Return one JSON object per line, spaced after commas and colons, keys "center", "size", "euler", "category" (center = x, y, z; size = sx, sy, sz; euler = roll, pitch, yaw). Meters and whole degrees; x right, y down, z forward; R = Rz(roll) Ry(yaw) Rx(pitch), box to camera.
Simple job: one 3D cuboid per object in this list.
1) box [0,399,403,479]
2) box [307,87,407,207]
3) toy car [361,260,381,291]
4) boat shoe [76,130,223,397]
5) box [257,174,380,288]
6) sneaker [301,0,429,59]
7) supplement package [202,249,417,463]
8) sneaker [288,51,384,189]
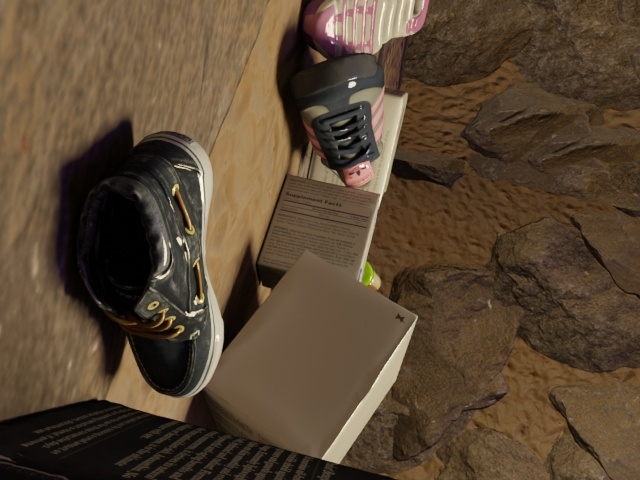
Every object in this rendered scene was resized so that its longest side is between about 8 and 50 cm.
{"center": [-0.041, 0.265, 0.347], "size": [0.183, 0.294, 0.296], "euler": [52, 52, -81], "category": "box"}
{"center": [0.063, -0.161, 1.152], "size": [0.181, 0.119, 0.181], "euler": [-55, 158, -73], "category": "box"}
{"center": [0.002, 0.093, 1.296], "size": [0.188, 0.149, 0.155], "euler": [-48, 168, -1], "category": "toy car"}
{"center": [-0.102, 0.033, 0.415], "size": [0.083, 0.065, 0.183], "euler": [-62, 157, -61], "category": "boat shoe"}
{"center": [0.000, 0.000, 0.905], "size": [0.072, 0.126, 0.137], "euler": [88, 17, -62], "category": "box"}
{"center": [0.040, -0.285, 0.873], "size": [0.236, 0.105, 0.095], "euler": [-36, 145, -45], "category": "sneaker"}
{"center": [-0.012, 0.160, 0.812], "size": [0.194, 0.149, 0.203], "euler": [-51, 163, -25], "category": "supplement package"}
{"center": [0.038, -0.135, 0.871], "size": [0.319, 0.112, 0.131], "euler": [4, 71, -82], "category": "sneaker"}
